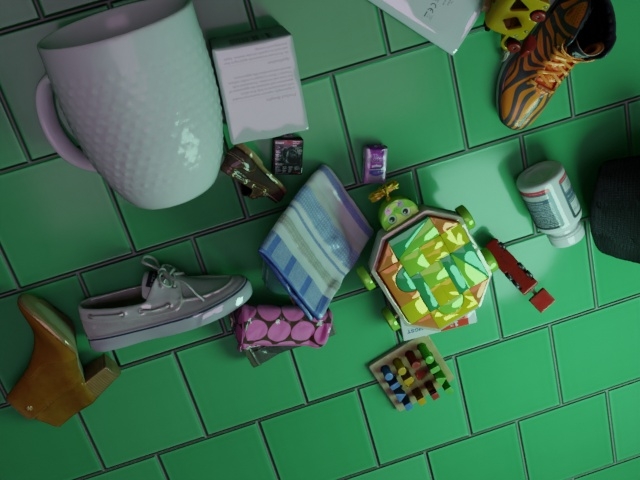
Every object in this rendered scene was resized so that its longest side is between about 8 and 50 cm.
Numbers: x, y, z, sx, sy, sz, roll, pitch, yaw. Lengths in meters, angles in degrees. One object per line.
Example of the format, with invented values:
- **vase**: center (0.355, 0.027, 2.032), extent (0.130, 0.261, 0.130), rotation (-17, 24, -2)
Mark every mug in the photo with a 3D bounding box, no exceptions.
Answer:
- **mug**: center (-0.360, -0.235, 1.455), extent (0.374, 0.276, 0.328), rotation (-2, 121, 23)
- **mug**: center (-0.073, 0.041, 1.690), extent (0.097, 0.158, 0.129), rotation (5, 133, -3)

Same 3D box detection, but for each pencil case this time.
- **pencil case**: center (-0.078, 0.186, 1.688), extent (0.209, 0.095, 0.098), rotation (2, 83, -18)

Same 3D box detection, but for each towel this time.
- **towel**: center (0.000, 0.000, 1.628), extent (0.034, 0.285, 0.209), rotation (-13, 122, 43)

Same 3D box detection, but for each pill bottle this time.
- **pill bottle**: center (0.517, -0.077, 1.762), extent (0.108, 0.108, 0.180), rotation (-31, 115, 2)

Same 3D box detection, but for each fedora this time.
- **fedora**: center (0.681, -0.070, 1.752), extent (0.152, 0.334, 0.334), rotation (4, 116, 24)

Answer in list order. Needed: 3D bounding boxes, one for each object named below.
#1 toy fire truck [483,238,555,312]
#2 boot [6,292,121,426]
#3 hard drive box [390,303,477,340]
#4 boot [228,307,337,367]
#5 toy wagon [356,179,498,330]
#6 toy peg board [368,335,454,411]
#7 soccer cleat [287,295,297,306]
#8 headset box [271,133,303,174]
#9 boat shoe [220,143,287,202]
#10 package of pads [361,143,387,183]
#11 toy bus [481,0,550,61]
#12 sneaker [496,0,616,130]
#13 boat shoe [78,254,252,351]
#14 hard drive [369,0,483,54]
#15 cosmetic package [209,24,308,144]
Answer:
- **toy fire truck**: center (0.454, 0.080, 1.818), extent (0.047, 0.135, 0.192), rotation (-43, 74, 8)
- **boot**: center (-0.593, 0.267, 1.681), extent (0.211, 0.104, 0.295), rotation (-38, 118, 5)
- **hard drive box**: center (0.244, 0.087, 1.784), extent (0.181, 0.089, 0.232), rotation (-15, 114, -4)
- **boot**: center (-0.085, 0.179, 1.764), extent (0.208, 0.076, 0.190), rotation (-22, 126, 4)
- **toy wagon**: center (0.209, 0.032, 1.668), extent (0.267, 0.068, 0.344), rotation (-32, 114, 3)
- **toy peg board**: center (0.226, 0.327, 1.885), extent (0.160, 0.079, 0.161), rotation (-32, 114, 2)
- **soccer cleat**: center (-0.069, 0.111, 1.744), extent (0.035, 0.083, 0.029), rotation (-18, 159, 8)
- **headset box**: center (-0.069, -0.179, 1.641), extent (0.062, 0.032, 0.083), rotation (-1, 111, -11)
- **boat shoe**: center (-0.137, -0.121, 1.586), extent (0.073, 0.073, 0.207), rotation (-57, 147, -8)
- **package of pads**: center (0.115, -0.161, 1.687), extent (0.050, 0.032, 0.083), rotation (-4, 113, -13)
- **toy bus**: center (0.366, -0.449, 1.538), extent (0.104, 0.191, 0.202), rotation (17, 109, -8)
- **sneaker**: center (0.471, -0.360, 1.595), extent (0.124, 0.180, 0.321), rotation (17, 108, -17)
- **boat shoe**: center (-0.335, 0.106, 1.662), extent (0.367, 0.136, 0.156), rotation (-16, 112, 6)
- **hard drive**: center (0.188, -0.534, 1.542), extent (0.318, 0.040, 0.210), rotation (27, 105, -21)
- **cosmetic package**: center (-0.119, -0.299, 1.516), extent (0.151, 0.151, 0.184), rotation (-12, 113, -6)
